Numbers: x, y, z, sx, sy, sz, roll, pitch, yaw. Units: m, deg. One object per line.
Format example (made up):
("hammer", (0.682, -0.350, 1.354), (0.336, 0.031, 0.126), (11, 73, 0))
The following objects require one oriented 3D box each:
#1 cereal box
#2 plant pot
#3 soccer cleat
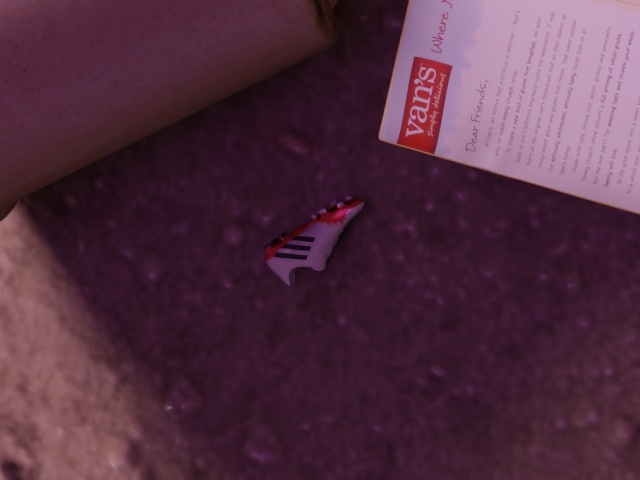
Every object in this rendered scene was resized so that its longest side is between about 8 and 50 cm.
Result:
("cereal box", (0.164, -0.108, 1.008), (0.240, 0.047, 0.173), (18, 104, 20))
("plant pot", (-0.164, -0.179, 1.116), (0.305, 0.334, 0.334), (-18, 89, 11))
("soccer cleat", (0.000, 0.000, 1.207), (0.083, 0.029, 0.036), (-32, 93, 24))
